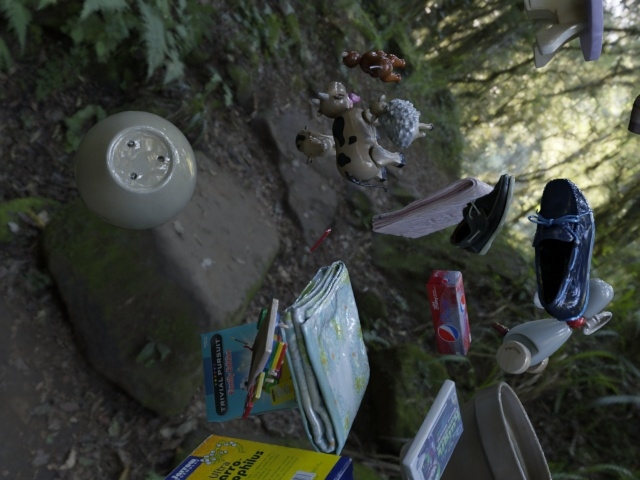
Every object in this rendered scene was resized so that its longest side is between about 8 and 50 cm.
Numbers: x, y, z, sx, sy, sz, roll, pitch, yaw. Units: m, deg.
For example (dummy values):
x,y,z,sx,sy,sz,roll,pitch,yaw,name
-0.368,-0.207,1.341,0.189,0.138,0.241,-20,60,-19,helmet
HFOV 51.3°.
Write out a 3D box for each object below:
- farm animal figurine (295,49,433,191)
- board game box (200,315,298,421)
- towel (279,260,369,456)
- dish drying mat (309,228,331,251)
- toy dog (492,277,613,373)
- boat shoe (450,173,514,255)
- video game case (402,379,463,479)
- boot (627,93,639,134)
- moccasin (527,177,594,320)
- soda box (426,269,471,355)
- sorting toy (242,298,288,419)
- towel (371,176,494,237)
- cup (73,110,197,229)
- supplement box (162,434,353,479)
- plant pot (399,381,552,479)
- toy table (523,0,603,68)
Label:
x,y,z,sx,sy,sz,roll,pitch,yaw,name
0.053,-0.245,1.442,0.172,0.330,0.326,2,51,-31,farm animal figurine
-0.170,0.363,1.898,0.079,0.336,0.253,35,44,-63,board game box
0.028,0.270,1.586,0.320,0.090,0.374,-46,128,-61,towel
0.000,0.000,1.881,0.008,0.083,0.032,42,29,2,dish drying mat
0.573,0.203,1.715,0.161,0.334,0.220,53,0,32,toy dog
0.324,-0.050,1.328,0.233,0.079,0.084,105,3,-56,boat shoe
0.219,0.388,1.268,0.022,0.190,0.173,14,-39,31,video game case
0.560,-0.207,1.084,0.119,0.086,0.042,10,31,-17,boot
0.547,0.006,1.506,0.117,0.138,0.341,21,60,-38,moccasin
0.392,0.221,2.025,0.083,0.092,0.263,-51,135,-51,soda box
-0.096,0.210,1.267,0.046,0.132,0.274,17,39,-10,sorting toy
0.342,-0.087,1.886,0.332,0.317,0.053,6,65,-61,towel
-0.474,-0.195,1.748,0.331,0.331,0.237,51,-15,-11,cup
-0.121,0.561,1.392,0.195,0.357,0.194,-34,121,-59,supplement box
0.346,0.520,1.521,0.323,0.281,0.323,53,22,-33,plant pot
0.623,-0.575,1.716,0.252,0.161,0.274,-81,157,-53,toy table
